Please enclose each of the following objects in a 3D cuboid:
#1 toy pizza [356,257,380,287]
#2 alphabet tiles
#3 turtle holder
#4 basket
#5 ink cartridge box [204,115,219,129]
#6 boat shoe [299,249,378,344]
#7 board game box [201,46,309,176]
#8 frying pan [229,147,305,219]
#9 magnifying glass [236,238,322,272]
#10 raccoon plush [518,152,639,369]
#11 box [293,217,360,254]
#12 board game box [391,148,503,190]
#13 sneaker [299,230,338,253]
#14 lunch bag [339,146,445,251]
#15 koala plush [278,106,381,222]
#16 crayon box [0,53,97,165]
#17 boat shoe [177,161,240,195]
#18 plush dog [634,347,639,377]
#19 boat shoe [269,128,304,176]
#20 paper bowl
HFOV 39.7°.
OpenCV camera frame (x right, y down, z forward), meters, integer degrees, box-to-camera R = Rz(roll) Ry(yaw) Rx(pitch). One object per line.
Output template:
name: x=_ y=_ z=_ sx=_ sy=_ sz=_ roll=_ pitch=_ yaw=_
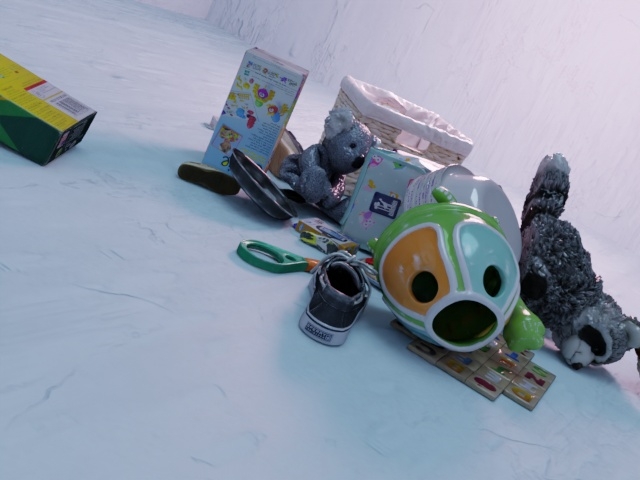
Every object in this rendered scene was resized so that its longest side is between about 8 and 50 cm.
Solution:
toy pizza: x=0.168 y=0.074 z=1.801 sx=0.201 sy=0.032 sz=0.201 roll=20 pitch=15 yaw=-6
alphabet tiles: x=0.286 y=0.203 z=1.629 sx=0.285 sy=0.011 sz=0.342 roll=31 pitch=17 yaw=18
turtle holder: x=0.237 y=0.092 z=1.553 sx=0.227 sy=0.243 sz=0.320 roll=-103 pitch=167 yaw=-52
basket: x=0.186 y=-0.251 z=2.443 sx=0.328 sy=0.267 sz=0.331 roll=20 pitch=16 yaw=-18
ink cartridge box: x=-0.267 y=-0.310 z=2.385 sx=0.083 sy=0.028 sz=0.048 roll=16 pitch=18 yaw=-28
boat shoe: x=0.034 y=0.073 z=1.495 sx=0.113 sy=0.105 sz=0.306 roll=27 pitch=16 yaw=6
board game box: x=-0.148 y=-0.286 z=2.040 sx=0.144 sy=0.275 sz=0.142 roll=24 pitch=16 yaw=-2
frying pan: x=-0.121 y=-0.124 z=1.921 sx=0.197 sy=0.053 sz=0.326 roll=47 pitch=7 yaw=-6
magnifying glass: x=-0.049 y=0.038 z=1.627 sx=0.230 sy=0.026 sz=0.092 roll=14 pitch=19 yaw=-36
raccoon plush: x=0.564 y=0.051 z=1.871 sx=0.299 sy=0.447 sz=0.216 roll=23 pitch=-10 yaw=-4
box: x=0.010 y=-0.011 z=1.864 sx=0.136 sy=0.028 sz=0.081 roll=33 pitch=18 yaw=20
board game box: x=0.262 y=-0.092 z=2.162 sx=0.346 sy=0.208 sz=0.056 roll=14 pitch=43 yaw=-31
sneaker: x=0.000 y=0.000 z=1.804 sx=0.083 sy=0.031 sz=0.035 roll=27 pitch=16 yaw=6
lunch bag: x=0.180 y=-0.076 z=1.963 sx=0.262 sy=0.224 sz=0.160 roll=12 pitch=15 yaw=-33
koala plush: x=0.032 y=-0.187 z=2.032 sx=0.196 sy=0.221 sz=0.203 roll=33 pitch=6 yaw=-42
crayon box: x=-0.591 y=-0.270 z=1.615 sx=0.318 sy=0.081 sz=0.202 roll=32 pitch=18 yaw=-6
boat shoe: x=-0.231 y=-0.135 z=1.854 sx=0.135 sy=0.050 sz=0.045 roll=22 pitch=22 yaw=-12
plush dog: x=0.758 y=0.266 z=1.873 sx=0.225 sy=0.211 sz=0.262 roll=-10 pitch=58 yaw=-38
boat shoe: x=-0.102 y=-0.237 z=2.285 sx=0.092 sy=0.103 sz=0.285 roll=21 pitch=20 yaw=-32
paper bowl: x=0.300 y=-0.017 z=1.783 sx=0.284 sy=0.148 sz=0.284 roll=28 pitch=53 yaw=-45
